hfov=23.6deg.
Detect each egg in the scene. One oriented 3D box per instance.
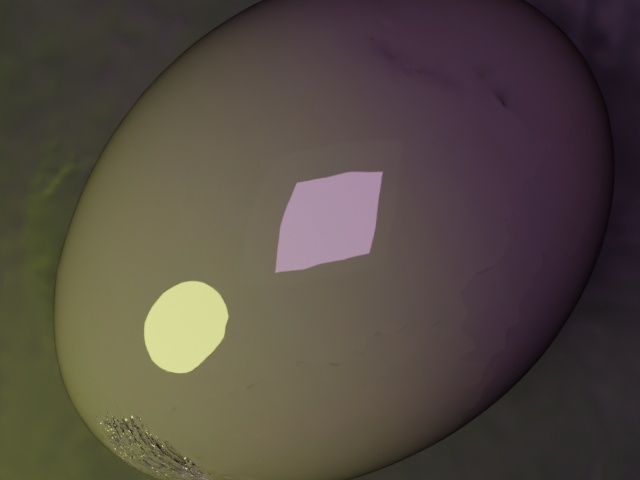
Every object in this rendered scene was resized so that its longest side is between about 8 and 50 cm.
[{"bbox_3d":[0.000,0.000,0.484,0.199,0.146,0.146,-34,90,21],"label":"egg"}]
